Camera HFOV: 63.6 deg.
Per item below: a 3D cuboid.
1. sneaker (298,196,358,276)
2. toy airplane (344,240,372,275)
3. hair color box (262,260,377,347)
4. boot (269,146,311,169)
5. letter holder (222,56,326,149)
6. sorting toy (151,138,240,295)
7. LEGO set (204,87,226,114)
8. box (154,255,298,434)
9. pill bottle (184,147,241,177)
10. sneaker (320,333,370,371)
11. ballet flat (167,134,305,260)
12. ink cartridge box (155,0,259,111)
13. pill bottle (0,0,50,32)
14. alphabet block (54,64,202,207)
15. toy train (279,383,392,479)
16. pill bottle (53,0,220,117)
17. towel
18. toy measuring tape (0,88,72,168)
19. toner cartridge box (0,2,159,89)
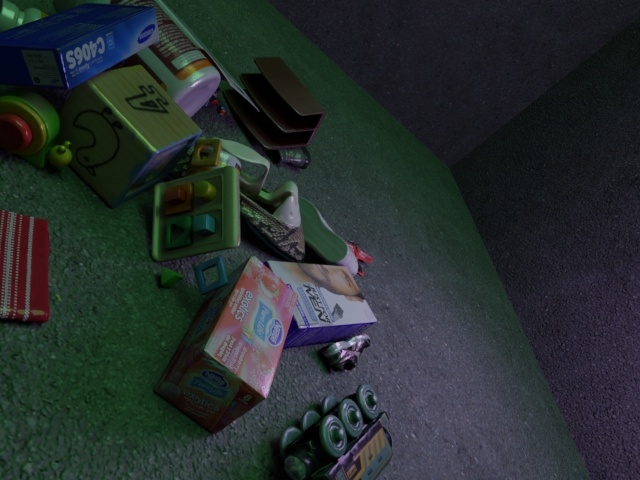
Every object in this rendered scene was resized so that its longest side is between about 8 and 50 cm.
[{"bbox_3d":[0.000,0.000,1.558,0.292,0.108,0.169,49,-3,33],"label":"sneaker"},{"bbox_3d":[0.120,0.060,1.723,0.151,0.028,0.151,35,31,-25],"label":"toy airplane"},{"bbox_3d":[-0.018,0.158,1.299,0.339,0.110,0.185,9,46,-55],"label":"hair color box"},{"bbox_3d":[-0.138,-0.360,1.817,0.161,0.083,0.246,8,47,-46],"label":"boot"},{"bbox_3d":[-0.167,-0.468,1.747,0.214,0.152,0.302,-16,61,-41],"label":"letter holder"},{"bbox_3d":[-0.263,-0.060,1.058,0.047,0.196,0.347,43,40,-65],"label":"sorting toy"},{"bbox_3d":[-0.403,-0.466,1.598,0.244,0.060,0.182,26,34,-19],"label":"LEGO set"},{"bbox_3d":[-0.164,0.185,0.987,0.142,0.154,0.300,42,27,-15],"label":"box"},{"bbox_3d":[-0.256,-0.090,1.157,0.117,0.117,0.215,24,71,-42],"label":"pill bottle"},{"bbox_3d":[0.070,0.293,1.322,0.178,0.072,0.077,-5,71,-49],"label":"sneaker"},{"bbox_3d":[-0.175,-0.124,1.330,0.483,0.182,0.164,37,22,-25],"label":"ballet flat"},{"bbox_3d":[-0.369,-0.542,1.563,0.385,0.091,0.308,50,7,5],"label":"ink cartridge box"},{"bbox_3d":[-0.607,-0.436,1.144,0.208,0.117,0.117,20,39,-44],"label":"pill bottle"},{"bbox_3d":[-0.408,-0.223,1.088,0.197,0.192,0.193,46,29,-6],"label":"alphabet block"},{"bbox_3d":[0.045,0.423,1.039,0.334,0.142,0.190,-11,76,-62],"label":"toy train"},{"bbox_3d":[-0.467,-0.496,1.320,0.392,0.224,0.224,48,27,-5],"label":"pill bottle"},{"bbox_3d":[-0.539,0.021,0.758,0.275,0.031,0.199,18,43,-44],"label":"towel"},{"bbox_3d":[-0.595,-0.257,0.937,0.330,0.121,0.121,40,28,-20],"label":"toy measuring tape"},{"bbox_3d":[-0.473,-0.392,1.013,0.165,0.075,0.348,9,36,9],"label":"toner cartridge box"}]
